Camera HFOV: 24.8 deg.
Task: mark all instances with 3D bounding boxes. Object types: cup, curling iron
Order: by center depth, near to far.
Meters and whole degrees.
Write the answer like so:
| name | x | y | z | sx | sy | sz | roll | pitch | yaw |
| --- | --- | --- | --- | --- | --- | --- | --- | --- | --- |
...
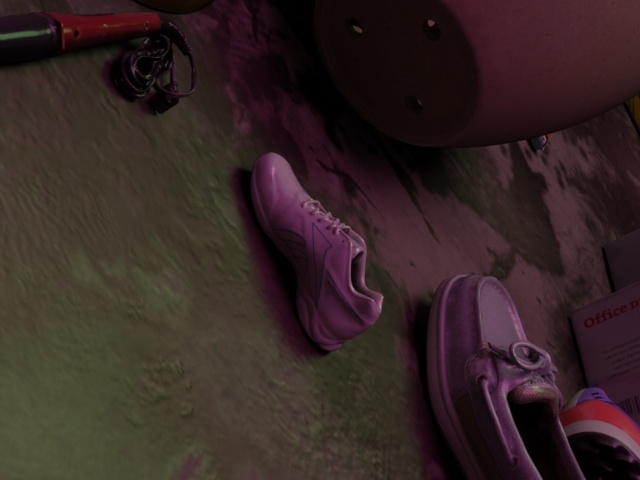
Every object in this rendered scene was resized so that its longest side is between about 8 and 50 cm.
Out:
| name | x | y | z | sx | sy | sz | roll | pitch | yaw |
| --- | --- | --- | --- | --- | --- | --- | --- | --- | --- |
| curling iron | -0.162 | -0.118 | 0.913 | 0.274 | 0.035 | 0.068 | -7 | 71 | -60 |
| cup | 0.130 | -0.209 | 1.239 | 0.237 | 0.331 | 0.331 | -42 | 103 | -35 |

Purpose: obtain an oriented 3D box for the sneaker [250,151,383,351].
| name | x | y | z | sx | sy | sz | roll | pitch | yaw |
| --- | --- | --- | --- | --- | --- | --- | --- | --- | --- |
| sneaker | 0.000 | 0.000 | 1.051 | 0.053 | 0.061 | 0.152 | -10 | 72 | -59 |

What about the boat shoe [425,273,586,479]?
| name | x | y | z | sx | sy | sz | roll | pitch | yaw |
| --- | --- | --- | --- | --- | --- | --- | --- | --- | --- |
| boat shoe | 0.165 | 0.164 | 1.129 | 0.118 | 0.103 | 0.320 | 28 | 43 | -46 |

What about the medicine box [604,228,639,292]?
| name | x | y | z | sx | sy | sz | roll | pitch | yaw |
| --- | --- | --- | --- | --- | --- | --- | --- | --- | --- |
| medicine box | 0.509 | 0.064 | 1.614 | 0.289 | 0.263 | 0.149 | 33 | 40 | -41 |

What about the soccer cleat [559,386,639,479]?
| name | x | y | z | sx | sy | sz | roll | pitch | yaw |
| --- | --- | --- | --- | --- | --- | --- | --- | --- | --- |
| soccer cleat | 0.309 | 0.268 | 1.279 | 0.318 | 0.108 | 0.116 | 53 | 25 | -11 |

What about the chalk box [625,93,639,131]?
| name | x | y | z | sx | sy | sz | roll | pitch | yaw |
| --- | --- | --- | --- | --- | --- | --- | --- | --- | --- |
| chalk box | 0.538 | -0.173 | 1.962 | 0.179 | 0.180 | 0.289 | -12 | 74 | -61 |

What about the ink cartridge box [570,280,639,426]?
| name | x | y | z | sx | sy | sz | roll | pitch | yaw |
| --- | --- | --- | --- | --- | --- | --- | --- | --- | --- |
| ink cartridge box | 0.329 | 0.132 | 1.402 | 0.072 | 0.127 | 0.175 | 31 | 41 | -45 |

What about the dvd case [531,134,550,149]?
| name | x | y | z | sx | sy | sz | roll | pitch | yaw |
| --- | --- | --- | --- | --- | --- | --- | --- | --- | --- |
| dvd case | 0.244 | -0.164 | 1.610 | 0.119 | 0.013 | 0.087 | -54 | 129 | -51 |

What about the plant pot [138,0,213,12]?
| name | x | y | z | sx | sy | sz | roll | pitch | yaw |
| --- | --- | --- | --- | --- | --- | --- | --- | --- | --- |
| plant pot | -0.050 | -0.353 | 1.034 | 0.275 | 0.293 | 0.275 | 40 | 35 | -36 |
